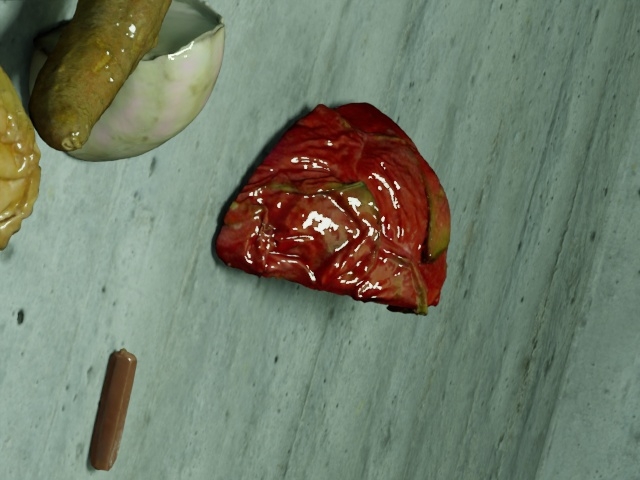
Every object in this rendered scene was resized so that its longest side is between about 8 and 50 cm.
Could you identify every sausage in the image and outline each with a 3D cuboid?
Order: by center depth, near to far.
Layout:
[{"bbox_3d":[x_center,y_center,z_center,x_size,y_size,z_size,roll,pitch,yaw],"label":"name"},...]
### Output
[{"bbox_3d":[-0.243,0.197,2.177,0.035,0.030,0.147,9,94,-65],"label":"sausage"}]

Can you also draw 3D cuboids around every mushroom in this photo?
[{"bbox_3d":[-0.185,-0.154,1.984,0.236,0.162,0.173,-36,131,-48],"label":"mushroom"}]

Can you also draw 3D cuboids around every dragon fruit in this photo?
[{"bbox_3d":[0.000,0.000,2.412,0.330,0.302,0.240,-16,149,-42],"label":"dragon fruit"}]

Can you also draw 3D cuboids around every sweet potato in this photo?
[{"bbox_3d":[-0.200,-0.221,1.837,0.114,0.092,0.341,128,-15,-65],"label":"sweet potato"}]

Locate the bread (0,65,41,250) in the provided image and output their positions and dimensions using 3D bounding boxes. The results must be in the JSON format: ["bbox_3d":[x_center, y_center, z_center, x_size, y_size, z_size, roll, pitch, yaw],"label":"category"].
[{"bbox_3d":[-0.366,-0.066,1.714,0.274,0.149,0.274,-37,138,-43],"label":"bread"}]
